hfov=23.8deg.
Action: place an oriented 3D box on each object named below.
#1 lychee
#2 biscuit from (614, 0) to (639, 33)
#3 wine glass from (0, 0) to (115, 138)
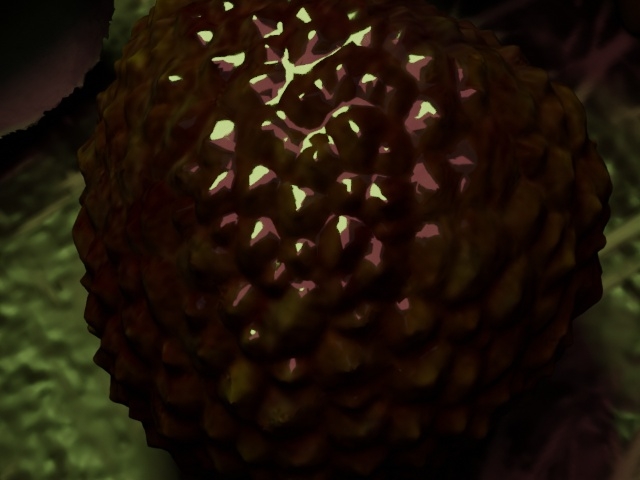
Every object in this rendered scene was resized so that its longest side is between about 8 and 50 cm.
[{"bbox_3d":[0.000,0.000,0.525,0.188,0.188,0.188,-3,57,5],"label":"lychee"},{"bbox_3d":[0.281,-0.094,0.592,0.350,0.070,0.394,16,63,20],"label":"biscuit"},{"bbox_3d":[-0.202,-0.147,0.667,0.241,0.126,0.126,36,68,27],"label":"wine glass"}]
